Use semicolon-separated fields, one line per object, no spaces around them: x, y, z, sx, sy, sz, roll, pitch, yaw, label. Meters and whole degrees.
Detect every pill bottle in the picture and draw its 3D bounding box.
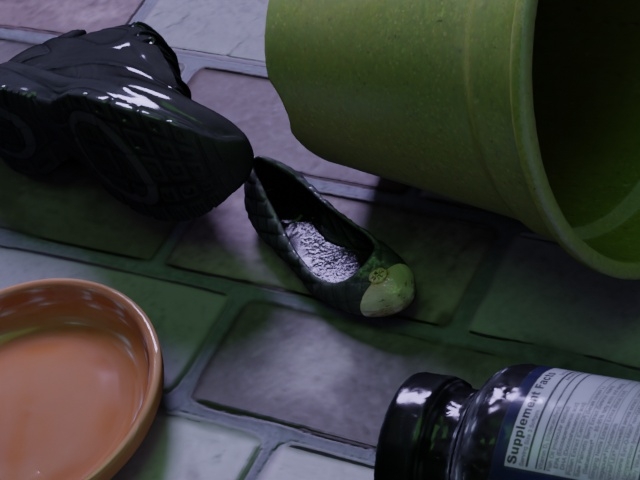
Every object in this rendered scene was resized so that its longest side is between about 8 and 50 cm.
0.147;0.134;1.028;0.219;0.123;0.123;7;52;27;pill bottle

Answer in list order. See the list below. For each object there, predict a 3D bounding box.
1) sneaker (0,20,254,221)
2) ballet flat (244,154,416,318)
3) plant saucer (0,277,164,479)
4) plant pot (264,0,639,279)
-0.140;-0.103;1.359;0.286;0.109;0.130;21;52;43;sneaker
0.000;0.000;1.259;0.057;0.049;0.173;-39;47;-15;ballet flat
-0.194;0.111;1.240;0.200;0.037;0.200;-10;47;11;plant saucer
0.112;-0.128;1.212;0.254;0.276;0.276;10;52;42;plant pot
